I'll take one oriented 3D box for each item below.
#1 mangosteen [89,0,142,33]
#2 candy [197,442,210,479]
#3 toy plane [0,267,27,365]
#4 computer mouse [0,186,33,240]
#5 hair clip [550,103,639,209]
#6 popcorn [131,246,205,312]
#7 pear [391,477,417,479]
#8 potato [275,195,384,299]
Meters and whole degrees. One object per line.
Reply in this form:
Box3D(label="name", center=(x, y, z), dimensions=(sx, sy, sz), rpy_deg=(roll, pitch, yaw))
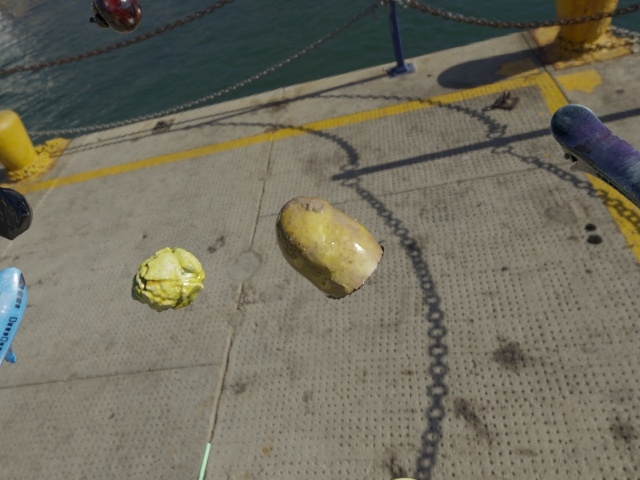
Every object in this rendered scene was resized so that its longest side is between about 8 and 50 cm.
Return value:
Box3D(label="mangosteen", center=(-0.351, -0.398, 0.804), dimensions=(0.081, 0.081, 0.081), rpy_deg=(-11, 44, 11))
Box3D(label="candy", center=(-0.186, 0.388, 0.678), dimensions=(0.062, 0.058, 0.194), rpy_deg=(19, 36, -9))
Box3D(label="toy plane", center=(-0.560, 0.175, 0.770), dimensions=(0.105, 0.254, 0.271), rpy_deg=(10, 87, -11))
Box3D(label="computer mouse", center=(-0.617, -0.058, 0.903), dimensions=(0.172, 0.099, 0.057), rpy_deg=(5, 21, 20))
Box3D(label="hair clip", center=(0.283, -0.049, 0.423), dimensions=(0.048, 0.083, 0.275), rpy_deg=(-26, 27, 20))
Box3D(label="popcorn", center=(-0.251, 0.071, 0.788), dimensions=(0.106, 0.121, 0.116), rpy_deg=(24, 94, 20))
Box3D(label="pear", center=(0.185, 0.585, 0.984), dimensions=(0.141, 0.104, 0.141), rpy_deg=(-7, 27, 4))
Box3D(label="potato", center=(0.000, 0.000, 1.231), dimensions=(0.229, 0.266, 0.229), rpy_deg=(-44, 13, 13))
